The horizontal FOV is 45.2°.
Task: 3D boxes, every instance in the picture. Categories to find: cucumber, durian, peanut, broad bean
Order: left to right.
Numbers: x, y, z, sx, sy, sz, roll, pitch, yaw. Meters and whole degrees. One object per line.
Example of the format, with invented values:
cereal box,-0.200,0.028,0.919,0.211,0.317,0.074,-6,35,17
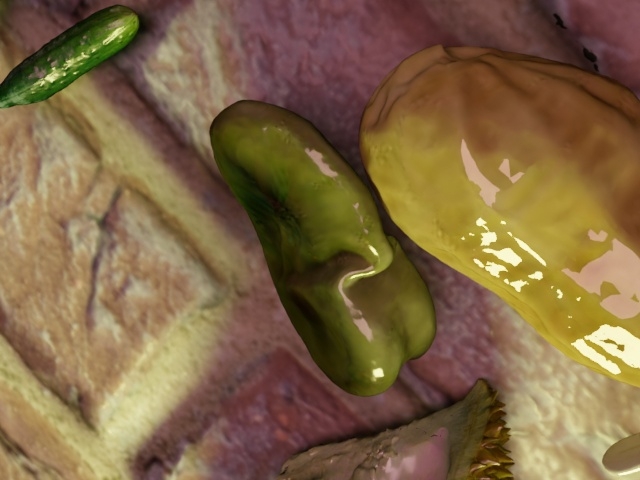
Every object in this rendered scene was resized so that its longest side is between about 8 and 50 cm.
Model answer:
cucumber,-0.199,-0.139,0.593,0.155,0.037,0.037,-25,94,19
broad bean,-0.002,0.001,0.512,0.207,0.072,0.153,61,150,-5
durian,0.007,0.227,0.554,0.306,0.172,0.166,-30,68,30
peanut,0.163,-0.009,0.452,0.305,0.147,0.147,38,111,5

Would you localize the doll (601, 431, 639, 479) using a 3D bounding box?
doll,0.299,0.150,0.446,0.217,0.085,0.183,28,136,-21
